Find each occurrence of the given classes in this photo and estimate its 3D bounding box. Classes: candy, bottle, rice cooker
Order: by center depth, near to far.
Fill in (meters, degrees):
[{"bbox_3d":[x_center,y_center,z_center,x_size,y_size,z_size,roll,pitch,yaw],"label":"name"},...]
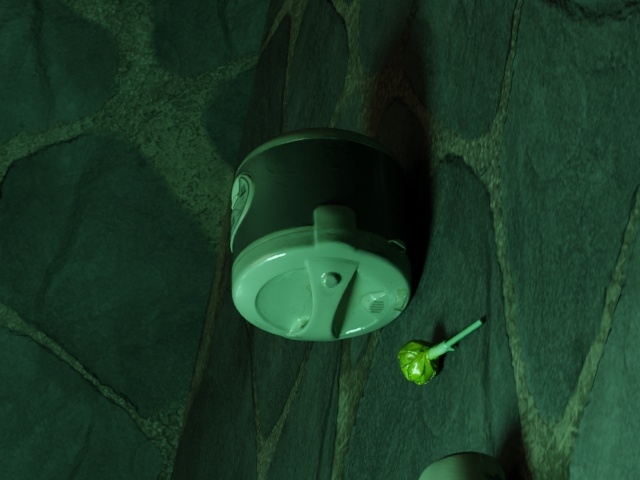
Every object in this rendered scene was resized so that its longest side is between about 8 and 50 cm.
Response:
[{"bbox_3d":[0.179,0.360,1.673,0.233,0.110,0.110,-99,24,-47],"label":"bottle"},{"bbox_3d":[0.166,0.142,1.976,0.058,0.062,0.194,-37,-2,-35],"label":"candy"},{"bbox_3d":[-0.002,0.002,2.219,0.288,0.288,0.277,121,153,-54],"label":"rice cooker"}]
